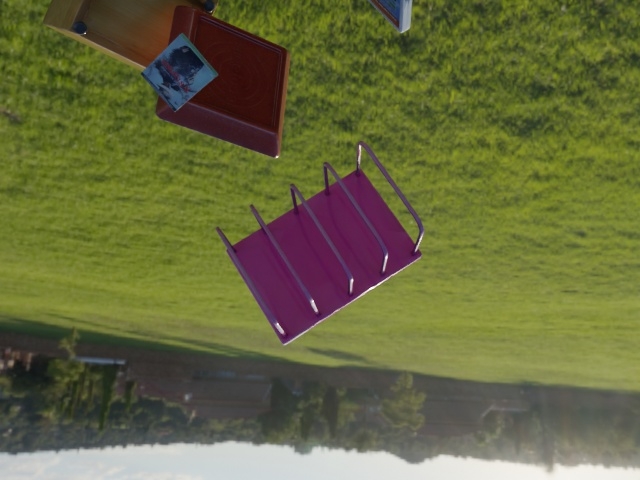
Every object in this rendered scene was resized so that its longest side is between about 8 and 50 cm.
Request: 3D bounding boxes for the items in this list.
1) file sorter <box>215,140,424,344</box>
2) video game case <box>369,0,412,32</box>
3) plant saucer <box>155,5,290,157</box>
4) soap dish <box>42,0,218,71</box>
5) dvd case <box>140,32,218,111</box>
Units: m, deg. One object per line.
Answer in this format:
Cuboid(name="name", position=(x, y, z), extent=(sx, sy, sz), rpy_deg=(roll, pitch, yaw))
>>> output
Cuboid(name="file sorter", position=(0.000, 0.000, 1.048), extent=(0.290, 0.202, 0.182), rpy_deg=(-32, 164, -6))
Cuboid(name="video game case", position=(0.092, -0.521, 1.067), extent=(0.025, 0.204, 0.285), rpy_deg=(-31, 155, -11))
Cuboid(name="plant saucer", position=(-0.173, -0.319, 1.230), extent=(0.258, 0.259, 0.047), rpy_deg=(16, 156, -27))
Cuboid(name="soap dish", position=(-0.361, -0.460, 1.252), extent=(0.290, 0.229, 0.118), rpy_deg=(19, -161, -42))
Cuboid(name="dvd case", position=(-0.239, -0.280, 1.059), extent=(0.119, 0.013, 0.087), rpy_deg=(-26, 114, 38))
